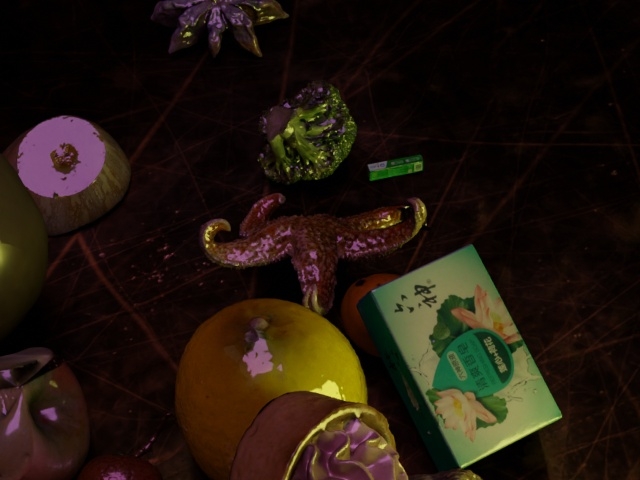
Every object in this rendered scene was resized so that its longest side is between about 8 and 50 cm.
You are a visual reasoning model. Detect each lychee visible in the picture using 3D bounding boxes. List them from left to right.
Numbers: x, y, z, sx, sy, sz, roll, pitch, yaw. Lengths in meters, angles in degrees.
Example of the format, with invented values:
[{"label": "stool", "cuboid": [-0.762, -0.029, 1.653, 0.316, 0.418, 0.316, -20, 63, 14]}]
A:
[{"label": "lychee", "cuboid": [-0.231, 0.294, 1.541, 0.114, 0.101, 0.140, -17, 19, 42]}]

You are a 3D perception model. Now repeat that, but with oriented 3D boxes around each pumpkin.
[{"label": "pumpkin", "cuboid": [-0.390, -0.116, 1.899, 0.217, 0.110, 0.217, 2, 52, -3]}]

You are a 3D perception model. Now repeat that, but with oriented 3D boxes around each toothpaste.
[{"label": "toothpaste", "cuboid": [0.112, -0.109, 1.918, 0.083, 0.020, 0.017, -11, 48, -7]}]

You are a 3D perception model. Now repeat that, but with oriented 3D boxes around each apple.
[{"label": "apple", "cuboid": [-0.385, 0.229, 1.561, 0.188, 0.174, 0.207, -21, 46, 25]}]

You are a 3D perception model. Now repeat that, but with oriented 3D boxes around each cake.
[{"label": "cake", "cuboid": [0.023, 0.262, 1.357, 0.178, 0.207, 0.185, 10, 91, 30]}]

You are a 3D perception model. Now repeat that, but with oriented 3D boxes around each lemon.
[{"label": "lemon", "cuboid": [-0.062, 0.180, 1.555, 0.240, 0.219, 0.240, -3, 46, 3]}]

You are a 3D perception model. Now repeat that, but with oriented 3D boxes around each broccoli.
[{"label": "broccoli", "cuboid": [-0.025, -0.154, 1.900, 0.162, 0.138, 0.146, -40, 57, 21]}]

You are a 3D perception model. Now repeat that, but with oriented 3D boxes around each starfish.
[{"label": "starfish", "cuboid": [0.001, -0.002, 1.728, 0.303, 0.113, 0.312, -1, 21, 12]}]

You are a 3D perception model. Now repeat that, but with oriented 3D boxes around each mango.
[{"label": "mango", "cuboid": [0.112, 0.109, 1.690, 0.178, 0.090, 0.115, 23, 65, 16]}]

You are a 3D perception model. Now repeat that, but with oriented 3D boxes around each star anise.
[{"label": "star anise", "cuboid": [-0.183, -0.394, 2.136, 0.262, 0.081, 0.230, 37, 71, 26]}]

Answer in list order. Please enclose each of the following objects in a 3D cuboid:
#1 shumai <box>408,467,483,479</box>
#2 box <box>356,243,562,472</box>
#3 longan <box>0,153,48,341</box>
[{"label": "shumai", "cuboid": [0.125, 0.360, 1.440, 0.185, 0.184, 0.218, -42, 14, 7]}, {"label": "box", "cuboid": [0.168, 0.148, 1.589, 0.153, 0.092, 0.245, -25, 81, -16]}, {"label": "longan", "cuboid": [-0.533, 0.020, 1.632, 0.360, 0.361, 0.361, -1, 50, 2]}]
